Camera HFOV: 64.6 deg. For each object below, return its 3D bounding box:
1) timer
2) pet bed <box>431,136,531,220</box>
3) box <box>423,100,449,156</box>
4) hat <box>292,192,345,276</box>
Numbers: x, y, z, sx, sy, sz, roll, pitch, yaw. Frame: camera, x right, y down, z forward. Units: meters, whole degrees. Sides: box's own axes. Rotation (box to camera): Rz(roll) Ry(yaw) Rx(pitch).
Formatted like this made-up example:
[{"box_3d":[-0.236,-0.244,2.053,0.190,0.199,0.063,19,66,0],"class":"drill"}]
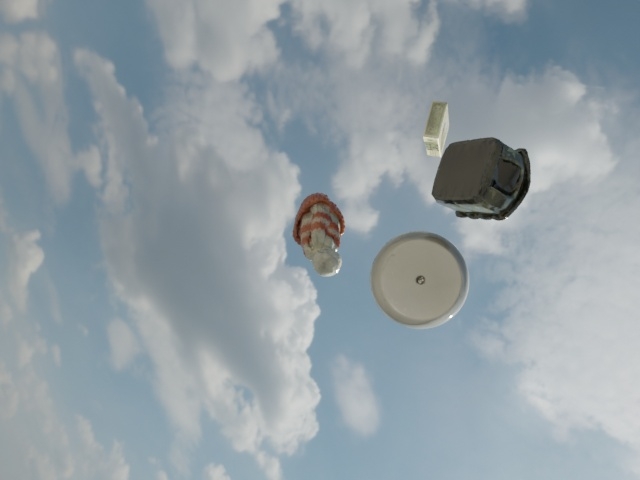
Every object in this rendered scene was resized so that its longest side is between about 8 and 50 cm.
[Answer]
[{"box_3d":[0.268,0.107,1.401,0.285,0.285,0.286,19,-62,41],"class":"timer"},{"box_3d":[0.406,-0.145,1.262,0.210,0.159,0.184,9,-100,66],"class":"pet bed"},{"box_3d":[0.166,-0.157,0.725,0.024,0.083,0.054,16,-94,18],"class":"box"},{"box_3d":[0.000,0.000,0.901,0.162,0.093,0.112,-91,-161,-56],"class":"hat"}]
